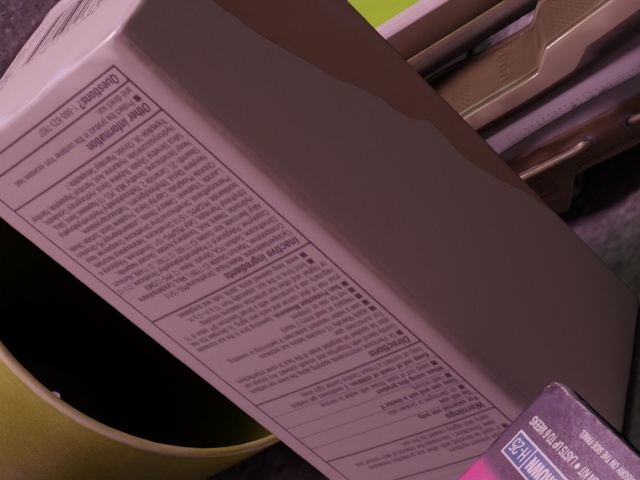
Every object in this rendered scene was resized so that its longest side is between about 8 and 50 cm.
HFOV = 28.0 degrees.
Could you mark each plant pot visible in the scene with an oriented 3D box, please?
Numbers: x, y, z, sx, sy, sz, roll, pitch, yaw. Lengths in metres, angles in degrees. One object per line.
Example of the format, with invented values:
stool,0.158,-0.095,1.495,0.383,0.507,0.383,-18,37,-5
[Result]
plant pot,-0.164,0.076,0.886,0.293,0.274,0.275,-46,18,45

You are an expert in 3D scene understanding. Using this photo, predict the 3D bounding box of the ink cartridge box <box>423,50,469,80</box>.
ink cartridge box,-0.015,-0.122,1.077,0.278,0.117,0.201,-35,26,28

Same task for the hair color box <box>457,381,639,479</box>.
hair color box,0.030,0.233,0.456,0.347,0.105,0.174,-47,23,2

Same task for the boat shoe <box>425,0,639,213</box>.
boat shoe,0.117,-0.060,0.766,0.302,0.103,0.113,-33,22,33

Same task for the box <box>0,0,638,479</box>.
box,0.000,0.000,0.612,0.148,0.311,0.121,-25,32,40

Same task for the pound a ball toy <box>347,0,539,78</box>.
pound a ball toy,0.038,-0.208,0.826,0.319,0.208,0.136,-33,-15,-2
